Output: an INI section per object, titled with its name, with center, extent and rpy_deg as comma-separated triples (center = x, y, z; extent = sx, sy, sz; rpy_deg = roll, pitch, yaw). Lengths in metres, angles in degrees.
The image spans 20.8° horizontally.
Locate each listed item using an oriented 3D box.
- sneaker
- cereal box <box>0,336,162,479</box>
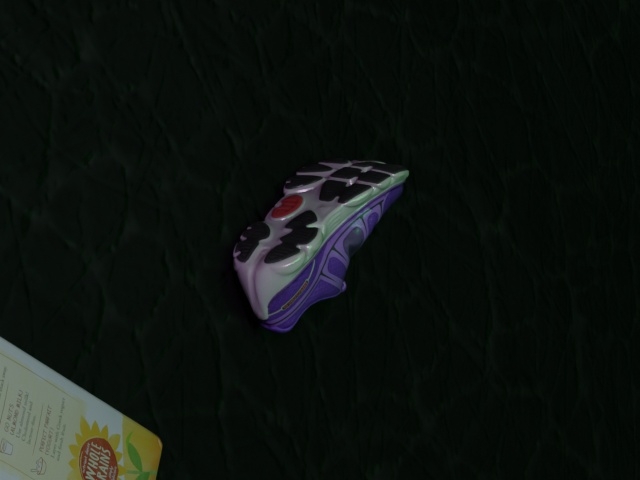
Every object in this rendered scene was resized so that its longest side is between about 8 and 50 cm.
[sneaker]
center = 0.000, 0.000, 1.139
extent = 0.170, 0.068, 0.071
rpy_deg = -43, 133, -42
[cereal box]
center = -0.179, 0.130, 0.839
extent = 0.240, 0.047, 0.173
rpy_deg = 40, 50, -43
